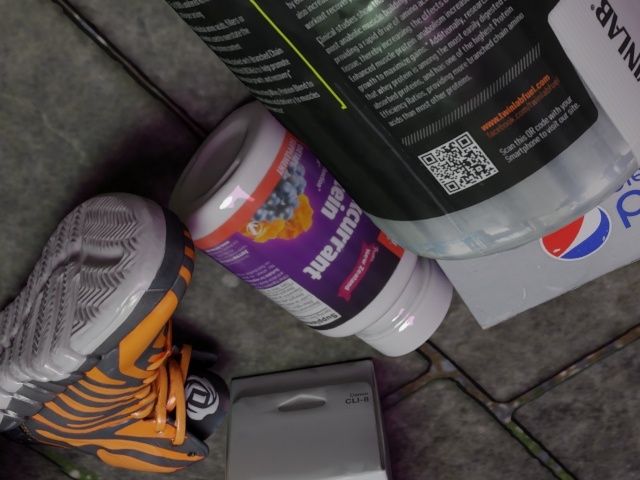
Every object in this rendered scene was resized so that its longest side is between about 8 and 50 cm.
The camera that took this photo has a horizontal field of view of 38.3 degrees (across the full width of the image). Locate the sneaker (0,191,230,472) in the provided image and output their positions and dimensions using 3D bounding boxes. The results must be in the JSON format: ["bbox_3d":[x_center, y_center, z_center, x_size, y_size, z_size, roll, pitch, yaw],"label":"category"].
[{"bbox_3d":[-0.129,0.079,0.672,0.180,0.125,0.321,21,146,-27],"label":"sneaker"}]

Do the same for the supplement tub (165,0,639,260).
[{"bbox_3d":[0.022,-0.164,0.469,0.207,0.207,0.338,-34,121,19],"label":"supplement tub"}]

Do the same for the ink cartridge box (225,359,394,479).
[{"bbox_3d":[-0.001,0.212,0.780,0.128,0.127,0.176,-10,124,4],"label":"ink cartridge box"}]

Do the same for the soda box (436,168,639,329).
[{"bbox_3d":[0.209,-0.055,0.628,0.286,0.091,0.098,-28,124,15],"label":"soda box"}]

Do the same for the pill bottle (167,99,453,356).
[{"bbox_3d":[0.000,0.000,0.642,0.193,0.108,0.108,37,115,-26],"label":"pill bottle"}]
